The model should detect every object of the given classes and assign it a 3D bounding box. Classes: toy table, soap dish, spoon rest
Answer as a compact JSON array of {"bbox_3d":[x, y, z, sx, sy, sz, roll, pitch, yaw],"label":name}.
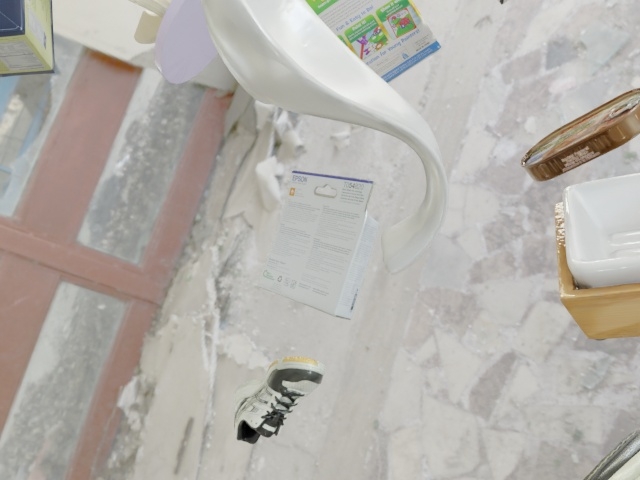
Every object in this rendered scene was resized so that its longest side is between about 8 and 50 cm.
[{"bbox_3d":[-0.287,-0.480,1.308,0.161,0.252,0.274,47,113,16],"label":"toy table"},{"bbox_3d":[0.425,0.010,0.815,0.229,0.118,0.291,-9,23,23],"label":"soap dish"},{"bbox_3d":[0.014,-0.098,0.448,0.084,0.276,0.137,-27,32,19],"label":"spoon rest"}]

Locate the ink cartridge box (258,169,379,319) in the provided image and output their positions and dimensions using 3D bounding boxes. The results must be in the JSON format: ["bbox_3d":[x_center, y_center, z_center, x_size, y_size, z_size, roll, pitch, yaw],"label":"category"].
[{"bbox_3d":[0.000,0.000,1.085,0.223,0.045,0.224,16,89,50],"label":"ink cartridge box"}]

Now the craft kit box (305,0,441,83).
[{"bbox_3d":[0.086,-0.445,1.366,0.250,0.246,0.061,-32,6,1],"label":"craft kit box"}]

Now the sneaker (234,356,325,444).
[{"bbox_3d":[-0.024,0.095,0.373,0.083,0.032,0.037,-43,33,44],"label":"sneaker"}]

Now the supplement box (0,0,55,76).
[{"bbox_3d":[-0.279,-0.202,0.567,0.083,0.056,0.083,112,153,-78],"label":"supplement box"}]

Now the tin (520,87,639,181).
[{"bbox_3d":[0.359,-0.140,0.862,0.190,0.040,0.106,-30,18,49],"label":"tin"}]

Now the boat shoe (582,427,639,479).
[{"bbox_3d":[0.149,0.192,0.405,0.233,0.084,0.079,-41,23,-7],"label":"boat shoe"}]

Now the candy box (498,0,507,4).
[{"bbox_3d":[0.375,-0.544,1.137,0.165,0.196,0.070,-33,69,3],"label":"candy box"}]
